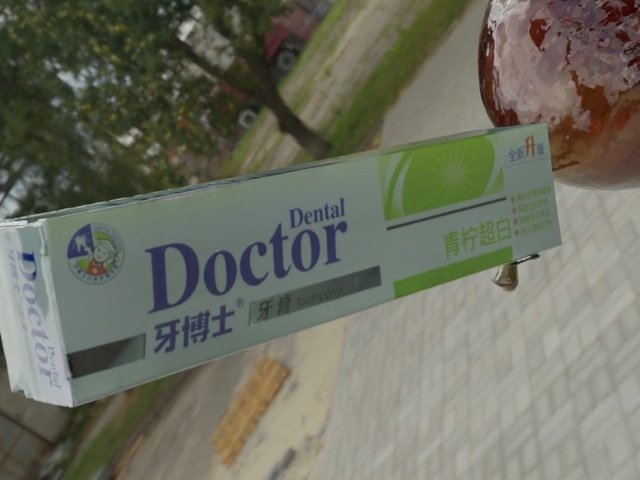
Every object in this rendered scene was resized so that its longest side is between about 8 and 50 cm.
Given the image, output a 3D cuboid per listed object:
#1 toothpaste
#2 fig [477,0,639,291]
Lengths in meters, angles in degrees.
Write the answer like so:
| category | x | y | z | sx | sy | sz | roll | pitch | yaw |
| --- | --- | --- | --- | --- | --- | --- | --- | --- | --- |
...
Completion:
| category | x | y | z | sx | sy | sz | roll | pitch | yaw |
| --- | --- | --- | --- | --- | --- | --- | --- | --- | --- |
| toothpaste | 0.000 | 0.000 | 0.534 | 0.336 | 0.081 | 0.067 | -15 | 9 | -40 |
| fig | 0.199 | -0.112 | 0.802 | 0.186 | 0.204 | 0.249 | -38 | -10 | -45 |
